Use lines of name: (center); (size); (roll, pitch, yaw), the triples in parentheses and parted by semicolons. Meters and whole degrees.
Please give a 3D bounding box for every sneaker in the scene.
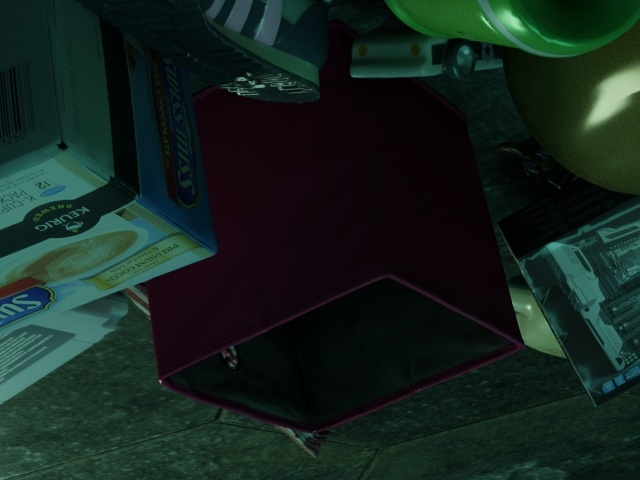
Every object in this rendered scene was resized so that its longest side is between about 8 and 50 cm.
sneaker: (-0.093, -0.211, 1.196); (0.112, 0.131, 0.319); (5, 166, 29)

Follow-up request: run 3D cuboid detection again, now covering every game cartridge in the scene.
game cartridge: (-0.382, 0.112, 1.797); (0.198, 0.062, 0.297); (22, 139, -41)

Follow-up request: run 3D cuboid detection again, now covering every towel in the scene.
towel: (-0.120, 0.113, 1.750); (0.037, 0.237, 0.329); (-51, 153, -9)

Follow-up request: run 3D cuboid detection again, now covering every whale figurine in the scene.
whale figurine: (0.314, 0.071, 1.930); (0.216, 0.141, 0.272); (20, 166, -21)

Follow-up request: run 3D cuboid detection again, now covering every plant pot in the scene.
plant pot: (0.280, -0.168, 1.188); (0.237, 0.237, 0.254); (-7, 175, -9)

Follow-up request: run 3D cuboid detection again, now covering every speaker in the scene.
speaker: (0.128, -0.199, 1.143); (0.131, 0.131, 0.296); (-4, -169, -13)

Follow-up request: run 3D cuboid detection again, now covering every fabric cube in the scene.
fabric cube: (0.000, 0.000, 1.496); (0.259, 0.258, 0.254); (-26, 151, 26)

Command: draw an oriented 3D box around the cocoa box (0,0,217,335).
cocoa box: (-0.293, -0.066, 1.275); (0.347, 0.231, 0.228); (-20, 152, 18)

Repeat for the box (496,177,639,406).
box: (0.372, 0.009, 1.695); (0.307, 0.076, 0.242); (-28, 127, 5)

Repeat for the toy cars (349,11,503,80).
toy cars: (0.211, -0.190, 1.388); (0.393, 0.087, 0.176); (-4, -172, -10)

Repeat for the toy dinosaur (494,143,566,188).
toy dinosaur: (0.239, -0.088, 1.680); (0.047, 0.090, 0.082); (-59, 163, 15)
